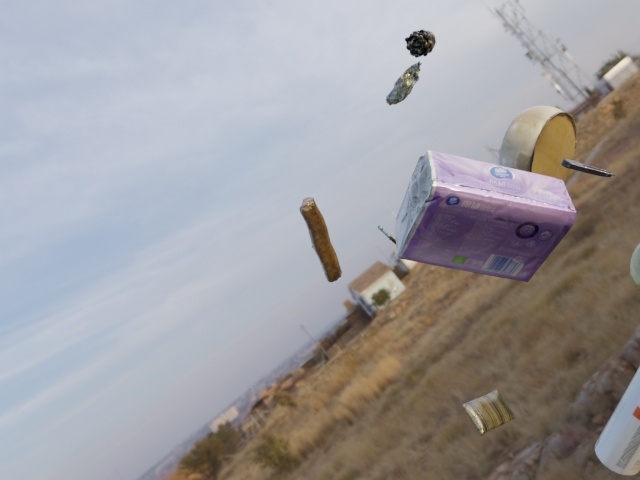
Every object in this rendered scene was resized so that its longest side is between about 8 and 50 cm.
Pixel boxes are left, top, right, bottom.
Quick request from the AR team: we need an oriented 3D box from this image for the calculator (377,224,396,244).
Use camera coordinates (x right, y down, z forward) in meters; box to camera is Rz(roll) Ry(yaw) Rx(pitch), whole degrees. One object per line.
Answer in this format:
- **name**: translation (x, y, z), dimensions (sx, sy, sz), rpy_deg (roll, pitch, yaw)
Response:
- **calculator**: translation (0.244, -0.006, 2.061), dimensions (0.019, 0.094, 0.141), rpy_deg (-47, -39, 6)

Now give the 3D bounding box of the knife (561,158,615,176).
- **knife**: translation (0.624, -0.166, 1.415), dimensions (0.031, 0.121, 0.018), rpy_deg (-61, -13, -67)

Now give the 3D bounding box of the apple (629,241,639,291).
- **apple**: translation (1.026, 0.073, 1.687), dimensions (0.292, 0.292, 0.254), rpy_deg (-30, -38, -50)

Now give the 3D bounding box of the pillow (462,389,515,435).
- **pillow**: translation (0.550, 0.559, 1.979), dimensions (0.203, 0.113, 0.038), rpy_deg (-4, -37, -41)

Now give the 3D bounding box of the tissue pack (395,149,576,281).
- **tissue pack**: translation (0.355, -0.053, 1.374), dimensions (0.160, 0.338, 0.242), rpy_deg (-87, 12, -45)

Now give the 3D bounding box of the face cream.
- **face cream**: translation (0.659, 0.322, 1.207), dimensions (0.102, 0.102, 0.346), rpy_deg (-32, -40, -44)

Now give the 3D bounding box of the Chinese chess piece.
- **Chinese chess piece**: translation (0.589, -0.233, 1.638), dimensions (0.257, 0.104, 0.257), rpy_deg (-19, -62, -38)

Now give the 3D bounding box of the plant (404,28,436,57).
- **plant**: translation (0.348, -0.686, 2.103), dimensions (0.094, 0.092, 0.143), rpy_deg (4, 24, 23)

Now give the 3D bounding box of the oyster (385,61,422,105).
- **oyster**: translation (0.299, -0.556, 2.152), dimensions (0.177, 0.064, 0.125), rpy_deg (-57, 4, 10)

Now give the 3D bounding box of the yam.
- **yam**: translation (0.000, 0.000, 1.496), dimensions (0.056, 0.241, 0.057), rpy_deg (-14, 33, 9)
